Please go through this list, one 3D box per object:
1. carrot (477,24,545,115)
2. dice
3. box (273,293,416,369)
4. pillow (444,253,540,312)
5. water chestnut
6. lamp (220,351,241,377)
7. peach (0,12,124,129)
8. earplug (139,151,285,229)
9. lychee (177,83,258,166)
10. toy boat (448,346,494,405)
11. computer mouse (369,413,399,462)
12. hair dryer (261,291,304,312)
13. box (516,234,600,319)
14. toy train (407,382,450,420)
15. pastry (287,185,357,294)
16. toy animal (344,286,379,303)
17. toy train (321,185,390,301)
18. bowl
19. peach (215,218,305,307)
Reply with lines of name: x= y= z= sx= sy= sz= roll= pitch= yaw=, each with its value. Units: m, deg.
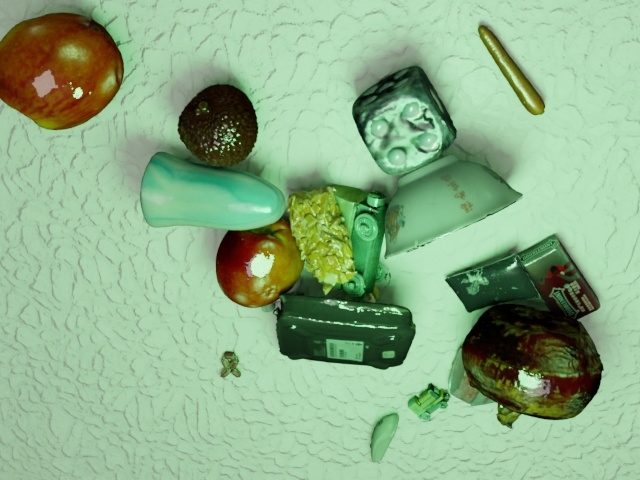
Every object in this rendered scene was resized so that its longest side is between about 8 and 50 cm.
carrot: x=0.423 y=-0.376 z=1.615 sx=0.043 sy=0.043 sz=0.248 roll=-34 pitch=107 yaw=21
dice: x=0.185 y=-0.266 z=1.621 sx=0.183 sy=0.181 sz=0.182 roll=-26 pitch=110 yaw=20
box: x=0.059 y=0.243 z=1.874 sx=0.350 sy=0.091 sz=0.359 roll=6 pitch=155 yaw=4
pillow: x=0.432 y=0.114 z=1.844 sx=0.208 sy=0.055 sz=0.141 roll=-19 pitch=117 yaw=36
water chestnut: x=0.509 y=0.321 z=1.785 sx=0.350 sy=0.350 sz=0.303 roll=13 pitch=101 yaw=0
lamp: x=-0.260 y=0.356 z=2.089 sx=0.063 sy=0.031 sz=0.083 roll=-1 pitch=114 yaw=5
peach: x=-0.582 y=-0.384 z=1.619 sx=0.280 sy=0.238 sz=0.281 roll=-3 pitch=77 yaw=12
earplug: x=-0.239 y=-0.105 z=1.722 sx=0.323 sy=0.185 sz=0.185 roll=7 pitch=119 yaw=14
lychee: x=-0.226 y=-0.261 z=1.672 sx=0.194 sy=0.194 sz=0.195 roll=3 pitch=118 yaw=5
toy boat: x=0.502 y=0.374 z=1.993 sx=0.282 sy=0.096 sz=0.206 roll=4 pitch=116 yaw=-10
computer mouse: x=0.176 y=0.575 z=2.126 sx=0.056 sy=0.089 sz=0.182 roll=23 pitch=121 yaw=6
hair dryer: x=-0.104 y=0.151 z=1.961 sx=0.124 sy=0.038 sz=0.063 roll=-11 pitch=116 yaw=6
box: x=0.600 y=0.103 z=1.837 sx=0.120 sy=0.069 sz=0.224 roll=-30 pitch=112 yaw=20
toy train: x=0.309 y=0.460 z=2.071 sx=0.081 sy=0.050 sz=0.122 roll=41 pitch=116 yaw=-7
pastry: x=0.000 y=0.000 z=1.739 sx=0.154 sy=0.102 sz=0.250 roll=-12 pitch=93 yaw=36
toy animal: x=0.107 y=0.176 z=1.921 sx=0.091 sy=0.082 sz=0.114 roll=4 pitch=119 yaw=1
toy train: x=0.087 y=0.005 z=1.822 sx=0.189 sy=0.126 sz=0.308 roll=31 pitch=125 yaw=34
bowl: x=0.270 y=-0.097 z=1.654 sx=0.345 sy=0.345 sz=0.157 roll=-24 pitch=90 yaw=18
peach: x=-0.150 y=0.054 z=1.821 sx=0.243 sy=0.199 sz=0.244 roll=-25 pitch=140 yaw=-24
